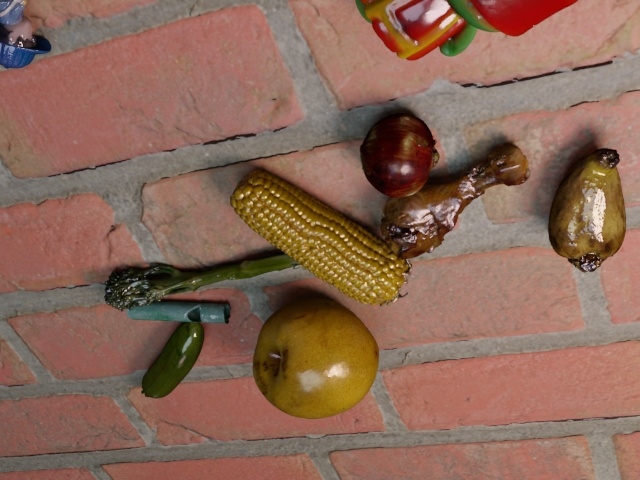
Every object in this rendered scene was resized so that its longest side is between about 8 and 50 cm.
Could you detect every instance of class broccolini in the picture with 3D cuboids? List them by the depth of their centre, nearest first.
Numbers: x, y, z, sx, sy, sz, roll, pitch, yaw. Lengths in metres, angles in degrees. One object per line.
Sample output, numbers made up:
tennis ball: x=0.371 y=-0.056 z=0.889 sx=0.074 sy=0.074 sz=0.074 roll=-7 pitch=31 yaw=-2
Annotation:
broccolini: x=-0.197 y=0.063 z=1.384 sx=0.392 sy=0.074 sz=0.079 roll=-13 pitch=134 yaw=25

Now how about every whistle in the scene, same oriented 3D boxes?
whistle: x=-0.254 y=0.127 z=1.480 sx=0.186 sy=0.039 sz=0.039 roll=2 pitch=131 yaw=13

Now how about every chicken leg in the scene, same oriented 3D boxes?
chicken leg: x=0.187 y=-0.058 z=1.192 sx=0.251 sy=0.087 sz=0.107 roll=-33 pitch=152 yaw=26

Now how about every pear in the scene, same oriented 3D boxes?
pear: x=-0.001 y=0.197 z=1.380 sx=0.208 sy=0.209 sz=0.209 roll=7 pitch=132 yaw=7

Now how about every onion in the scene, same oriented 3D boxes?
onion: x=0.109 y=-0.113 z=1.141 sx=0.118 sy=0.119 sz=0.117 roll=-3 pitch=126 yaw=15

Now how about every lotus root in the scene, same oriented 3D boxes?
lotus root: x=0.374 y=-0.053 z=1.147 sx=0.108 sy=0.094 sz=0.191 roll=-10 pitch=123 yaw=-10

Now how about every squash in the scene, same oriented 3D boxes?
squash: x=-0.280 y=0.235 z=1.562 sx=0.069 sy=0.069 sz=0.258 roll=28 pitch=131 yaw=-12

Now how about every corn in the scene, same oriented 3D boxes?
corn: x=0.000 y=0.000 z=1.265 sx=0.305 sy=0.106 sz=0.106 roll=31 pitch=130 yaw=-14

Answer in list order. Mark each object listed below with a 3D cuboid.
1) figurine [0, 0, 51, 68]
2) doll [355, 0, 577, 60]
figurine: x=-0.425 y=-0.297 z=1.123 sx=0.077 sy=0.079 sz=0.136 roll=36 pitch=152 yaw=40
doll: x=0.206 y=-0.318 z=0.899 sx=0.363 sy=0.160 sz=0.183 roll=-24 pitch=120 yaw=30
